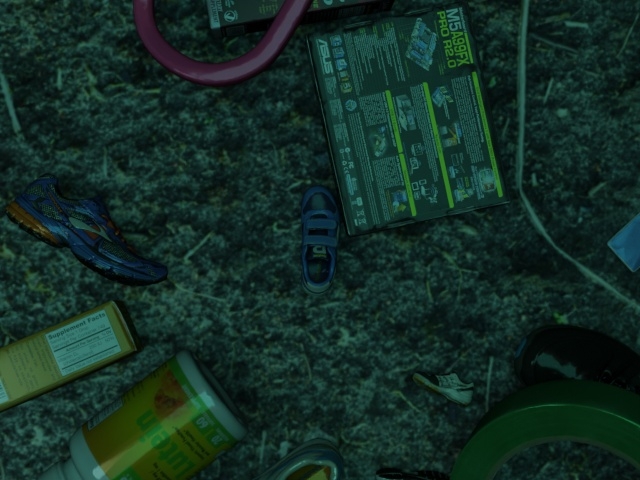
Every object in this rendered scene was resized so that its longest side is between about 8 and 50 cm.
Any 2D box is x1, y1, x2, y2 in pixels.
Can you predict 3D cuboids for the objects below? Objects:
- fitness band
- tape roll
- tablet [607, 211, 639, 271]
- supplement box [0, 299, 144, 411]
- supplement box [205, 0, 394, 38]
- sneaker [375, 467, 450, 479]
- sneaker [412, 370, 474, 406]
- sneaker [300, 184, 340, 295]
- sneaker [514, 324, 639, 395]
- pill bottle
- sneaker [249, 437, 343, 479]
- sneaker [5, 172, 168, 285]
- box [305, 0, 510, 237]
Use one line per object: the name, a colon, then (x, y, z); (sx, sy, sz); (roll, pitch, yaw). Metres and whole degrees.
fitness band: (-0.109, -0.332, 1.477); (0.209, 0.054, 0.291); (29, 90, -1)
tape roll: (0.318, 0.330, 1.468); (0.321, 0.077, 0.321); (8, 111, 21)
tablet: (0.426, -0.004, 1.585); (0.083, 0.006, 0.054); (-42, 90, -3)
supplement box: (-0.348, 0.153, 1.523); (0.233, 0.078, 0.080); (-21, 87, -3)
supplement box: (-0.033, -0.346, 1.543); (0.239, 0.073, 0.130); (-10, 89, -3)
sneaker: (0.124, 0.324, 1.559); (0.109, 0.040, 0.043); (6, 105, 2)
sneaker: (0.161, 0.186, 1.565); (0.083, 0.032, 0.037); (25, 75, -6)
sneaker: (0.000, 0.000, 1.545); (0.053, 0.059, 0.144); (-1, 88, 0)
sneaker: (0.408, 0.212, 1.515); (0.341, 0.139, 0.125); (28, 90, 0)
pill bottle: (-0.224, 0.260, 1.495); (0.246, 0.136, 0.136); (-37, 90, -2)
sneaker: (-0.067, 0.342, 1.521); (0.229, 0.092, 0.087); (-43, 92, -1)
sneaker: (-0.289, -0.013, 1.528); (0.221, 0.083, 0.087); (30, 80, -5)
box: (0.111, -0.155, 1.551); (0.216, 0.060, 0.270); (-13, 90, -3)
